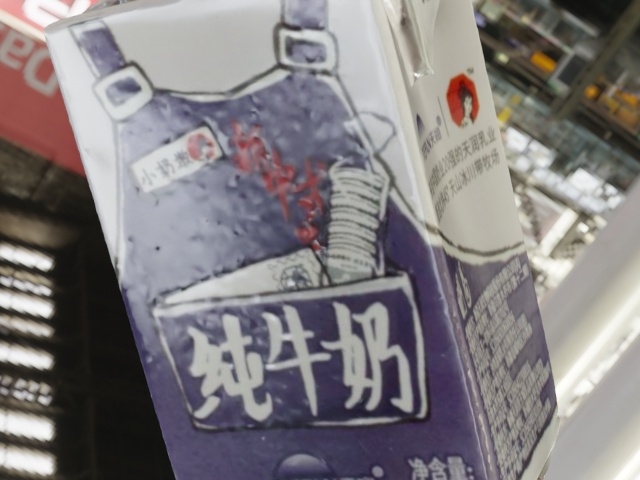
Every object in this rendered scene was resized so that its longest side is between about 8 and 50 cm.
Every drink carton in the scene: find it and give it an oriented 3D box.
[{"bbox_3d":[0.001,-0.001,0.480,0.102,0.134,0.222,-37,-63,-59],"label":"drink carton"}]
